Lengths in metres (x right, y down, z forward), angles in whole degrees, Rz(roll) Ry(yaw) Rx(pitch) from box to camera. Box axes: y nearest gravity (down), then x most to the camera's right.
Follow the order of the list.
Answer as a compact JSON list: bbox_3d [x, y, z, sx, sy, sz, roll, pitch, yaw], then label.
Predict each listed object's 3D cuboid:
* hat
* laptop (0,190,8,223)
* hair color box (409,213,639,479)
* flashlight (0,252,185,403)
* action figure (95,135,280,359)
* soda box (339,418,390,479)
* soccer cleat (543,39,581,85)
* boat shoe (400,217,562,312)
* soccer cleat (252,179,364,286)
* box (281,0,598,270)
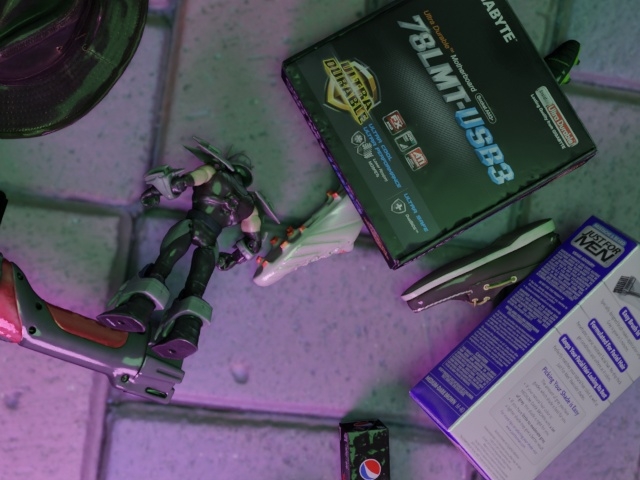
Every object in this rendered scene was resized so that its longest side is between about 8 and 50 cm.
[{"bbox_3d":[-0.355,-0.276,1.685,0.331,0.134,0.331,-2,98,-13],"label":"hat"},{"bbox_3d":[-0.656,0.052,1.709,0.408,0.236,0.382,18,89,15],"label":"laptop"},{"bbox_3d":[0.299,0.152,1.859,0.339,0.110,0.185,-42,128,-3],"label":"hair color box"},{"bbox_3d":[-0.307,0.097,1.747,0.304,0.103,0.103,20,120,-23],"label":"flashlight"},{"bbox_3d":[-0.155,-0.002,1.755,0.185,0.099,0.285,38,61,-23],"label":"action figure"},{"bbox_3d":[0.060,0.323,1.885,0.060,0.053,0.169,-4,98,-12],"label":"soda box"},{"bbox_3d":[0.266,-0.201,1.862,0.072,0.060,0.179,42,90,-12],"label":"soccer cleat"},{"bbox_3d":[0.216,0.047,1.869,0.227,0.081,0.069,-25,97,-10],"label":"boat shoe"},{"bbox_3d":[0.000,0.000,1.828,0.196,0.068,0.076,-42,106,-7],"label":"soccer cleat"},{"bbox_3d":[0.146,-0.159,1.794,0.293,0.073,0.295,-29,84,-5],"label":"box"}]
